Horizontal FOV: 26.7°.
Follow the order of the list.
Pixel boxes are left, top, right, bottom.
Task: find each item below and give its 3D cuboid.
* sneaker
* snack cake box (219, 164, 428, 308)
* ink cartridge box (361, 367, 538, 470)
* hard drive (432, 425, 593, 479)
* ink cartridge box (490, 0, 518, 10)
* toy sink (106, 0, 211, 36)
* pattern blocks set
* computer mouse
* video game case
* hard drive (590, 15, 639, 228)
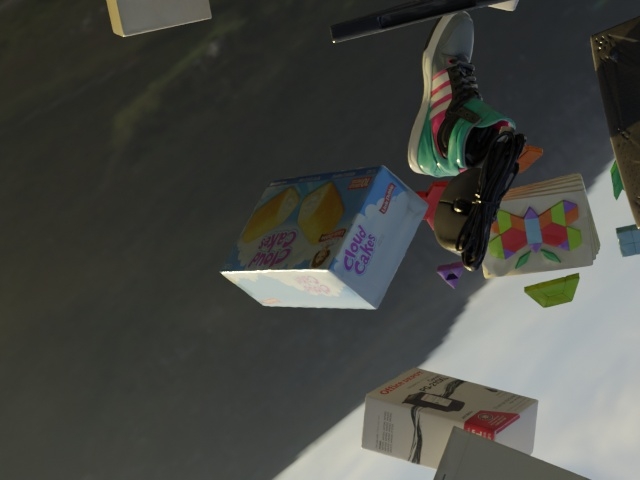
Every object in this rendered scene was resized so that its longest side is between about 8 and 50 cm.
[{"bbox_3d":[0.257,-0.244,2.328,0.123,0.296,0.178,-1,-165,-45],"label":"sneaker"},{"bbox_3d":[0.000,0.000,1.698,0.264,0.089,0.152,-4,-128,57],"label":"snack cake box"},{"bbox_3d":[0.208,0.297,2.191,0.237,0.100,0.172,12,-163,30],"label":"ink cartridge box"},{"bbox_3d":[0.305,0.402,1.937,0.203,0.307,0.040,-62,169,-45],"label":"hard drive"},{"bbox_3d":[0.170,-0.511,1.746,0.395,0.285,0.166,102,0,-57],"label":"ink cartridge box"},{"bbox_3d":[-0.286,-0.469,2.230,0.152,0.234,0.131,-15,-164,-14],"label":"toy sink"},{"bbox_3d":[0.319,-0.017,2.031,0.324,0.285,0.026,-22,-153,18],"label":"pattern blocks set"},{"bbox_3d":[0.197,-0.049,1.800,0.272,0.072,0.188,95,15,-85],"label":"computer mouse"},{"bbox_3d":[0.174,-0.288,1.610,0.274,0.026,0.196,-8,-168,37],"label":"video game case"},{"bbox_3d":[0.425,-0.151,1.659,0.054,0.255,0.172,-13,179,-28],"label":"hard drive"}]
